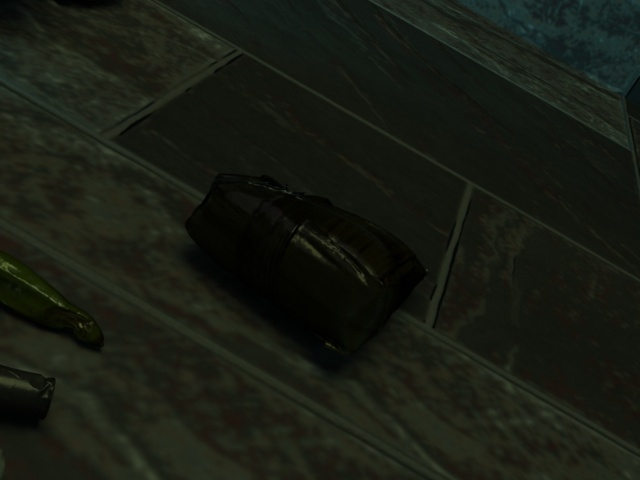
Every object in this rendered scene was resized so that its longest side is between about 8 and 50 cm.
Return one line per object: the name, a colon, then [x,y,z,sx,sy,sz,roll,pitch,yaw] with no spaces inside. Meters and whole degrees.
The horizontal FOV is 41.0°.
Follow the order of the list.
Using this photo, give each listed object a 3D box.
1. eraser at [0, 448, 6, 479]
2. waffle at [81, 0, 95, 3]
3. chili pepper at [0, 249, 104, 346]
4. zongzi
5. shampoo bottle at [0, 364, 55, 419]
eraser: [-0.368,0.109,0.403,0.403,0.098,0.096,21,27,-17]
waffle: [-0.410,-0.423,1.244,0.254,0.052,0.245,43,35,24]
chili pepper: [-0.265,0.027,0.681,0.208,0.043,0.049,21,18,-16]
zongzi: [0.000,0.000,0.896,0.221,0.112,0.242,35,22,11]
shampoo bottle: [-0.266,0.090,0.581,0.165,0.040,0.080,17,30,-22]
